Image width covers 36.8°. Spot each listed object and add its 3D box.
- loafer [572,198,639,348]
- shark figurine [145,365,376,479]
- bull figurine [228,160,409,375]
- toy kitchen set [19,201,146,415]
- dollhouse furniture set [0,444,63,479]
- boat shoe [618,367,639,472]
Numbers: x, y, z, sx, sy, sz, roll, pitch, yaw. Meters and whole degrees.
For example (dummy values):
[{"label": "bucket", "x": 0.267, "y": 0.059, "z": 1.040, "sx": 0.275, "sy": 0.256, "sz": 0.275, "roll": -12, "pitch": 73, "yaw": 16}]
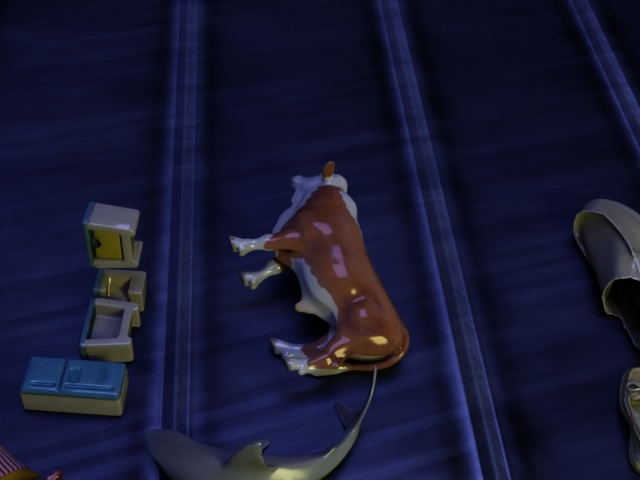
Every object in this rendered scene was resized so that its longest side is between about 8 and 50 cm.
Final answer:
[{"label": "loafer", "x": 0.423, "y": 0.047, "z": 1.324, "sx": 0.092, "sy": 0.102, "sz": 0.268, "roll": -11, "pitch": 48, "yaw": -22}, {"label": "shark figurine", "x": -0.050, "y": 0.242, "z": 1.091, "sx": 0.278, "sy": 0.116, "sz": 0.166, "roll": -11, "pitch": 49, "yaw": -12}, {"label": "bull figurine", "x": -0.004, "y": 0.038, "z": 1.265, "sx": 0.188, "sy": 0.101, "sz": 0.310, "roll": -22, "pitch": 64, "yaw": -11}, {"label": "toy kitchen set", "x": -0.294, "y": 0.081, "z": 1.185, "sx": 0.122, "sy": 0.166, "sz": 0.207, "roll": 4, "pitch": 46, "yaw": -2}, {"label": "dollhouse furniture set", "x": -0.445, "y": 0.332, "z": 0.940, "sx": 0.201, "sy": 0.152, "sz": 0.374, "roll": 31, "pitch": 51, "yaw": 23}, {"label": "boat shoe", "x": 0.405, "y": 0.216, "z": 1.196, "sx": 0.056, "sy": 0.048, "sz": 0.153, "roll": 10, "pitch": 46, "yaw": 5}]
